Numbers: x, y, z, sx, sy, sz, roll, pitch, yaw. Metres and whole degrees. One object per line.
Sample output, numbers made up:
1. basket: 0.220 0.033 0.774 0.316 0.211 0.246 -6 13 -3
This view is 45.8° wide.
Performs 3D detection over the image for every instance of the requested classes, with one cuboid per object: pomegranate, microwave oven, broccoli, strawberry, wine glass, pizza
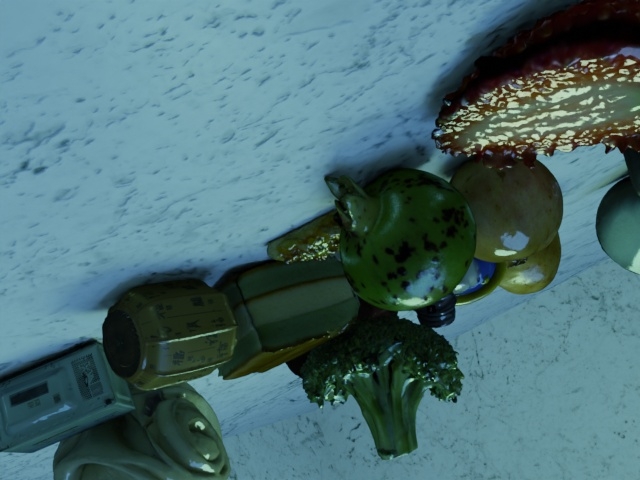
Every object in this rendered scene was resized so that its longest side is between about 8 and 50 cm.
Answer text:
1. pomegranate: 0.432 0.028 1.661 0.196 0.196 0.196 -21 164 -7
2. microwave oven: -0.454 0.276 1.331 0.208 0.123 0.162 -22 163 -5
3. broccoli: 0.121 0.249 1.414 0.235 0.260 0.288 -41 -165 -36
4. strawberry: 0.269 -0.194 0.889 0.306 0.138 0.233 -4 154 30
5. pomegranate: 0.293 -0.051 1.209 0.191 0.191 0.191 -21 164 -7
6. pomegranate: 0.103 -0.011 1.084 0.263 0.211 0.211 25 136 -31
7. wine glass: 0.734 -0.097 1.579 0.267 0.267 0.406 -25 158 4
8. pizza: 0.000 0.001 1.217 0.174 0.046 0.134 -15 162 -25

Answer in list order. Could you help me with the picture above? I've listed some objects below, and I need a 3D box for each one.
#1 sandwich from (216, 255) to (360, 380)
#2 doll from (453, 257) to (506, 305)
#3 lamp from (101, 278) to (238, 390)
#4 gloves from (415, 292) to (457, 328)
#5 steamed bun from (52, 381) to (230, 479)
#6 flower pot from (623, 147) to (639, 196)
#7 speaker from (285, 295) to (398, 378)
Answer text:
1. sandwich: -0.080 0.137 1.352 0.227 0.155 0.198 -11 162 -37
2. doll: 0.237 0.056 1.523 0.310 0.160 0.242 -15 167 4
3. lamp: -0.230 0.143 1.169 0.185 0.161 0.161 -10 159 -46
4. gloves: 0.177 0.050 1.381 0.142 0.119 0.286 -13 136 8
5. steamed bun: -0.324 0.416 1.489 0.255 0.342 0.368 -41 -163 29
6. flower pot: 0.563 -0.159 1.025 0.301 0.302 0.213 -15 168 -25
7. speaker: 0.075 0.141 1.682 0.329 0.198 0.259 -25 132 -54
